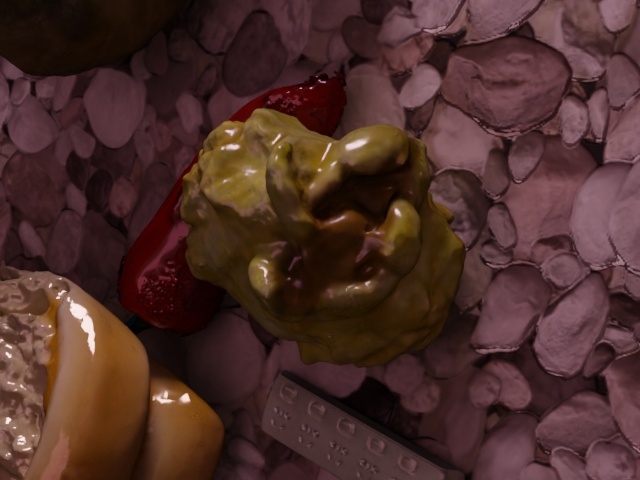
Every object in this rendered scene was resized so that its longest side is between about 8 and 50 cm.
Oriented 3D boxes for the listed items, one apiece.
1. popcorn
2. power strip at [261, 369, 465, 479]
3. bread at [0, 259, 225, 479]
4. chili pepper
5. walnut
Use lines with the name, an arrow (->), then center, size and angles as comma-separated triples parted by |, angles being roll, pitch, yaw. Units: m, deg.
popcorn -> 0.000, 0.000, 1.176 | 0.256, 0.255, 0.195 | 36, 68, 2
power strip -> 0.040, 0.193, 1.257 | 0.253, 0.027, 0.060 | 26, 104, 33
bread -> -0.315, 0.199, 1.377 | 0.424, 0.245, 0.329 | -21, 74, 34
chili pepper -> -0.102, -0.015, 1.321 | 0.110, 0.110, 0.387 | 48, 112, 26
walnut -> -0.257, -0.309, 1.340 | 0.282, 0.253, 0.277 | 37, 109, 30
